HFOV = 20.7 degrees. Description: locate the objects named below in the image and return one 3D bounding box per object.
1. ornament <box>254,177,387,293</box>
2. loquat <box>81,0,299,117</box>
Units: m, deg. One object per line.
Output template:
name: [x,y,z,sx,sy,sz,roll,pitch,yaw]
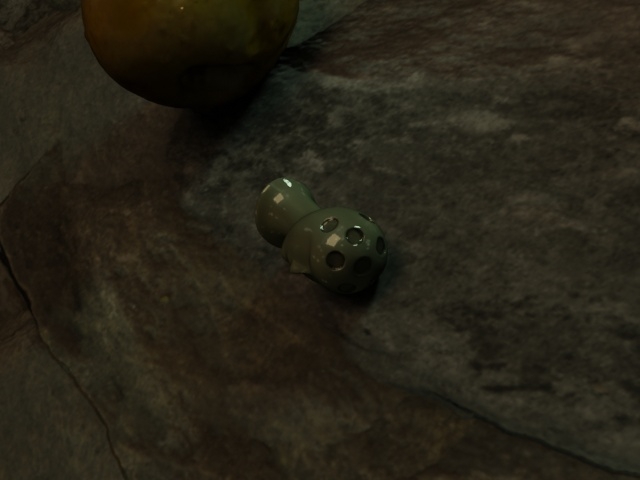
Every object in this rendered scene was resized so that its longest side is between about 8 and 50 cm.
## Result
ornament: [0.000,0.000,1.525,0.081,0.075,0.156,-33,30,-13]
loquat: [-0.139,-0.258,1.834,0.244,0.244,0.244,-31,35,25]
